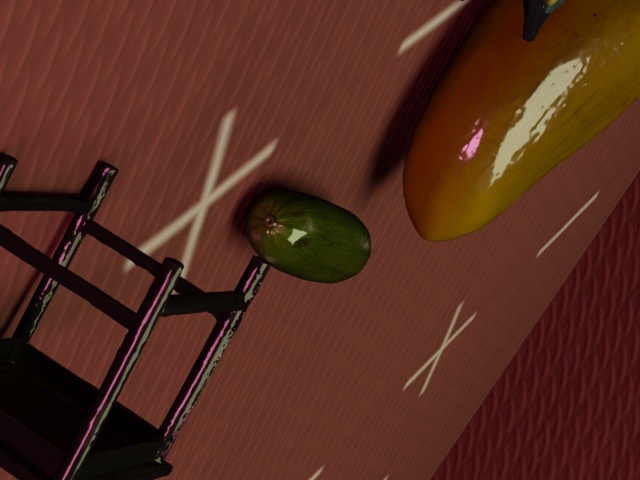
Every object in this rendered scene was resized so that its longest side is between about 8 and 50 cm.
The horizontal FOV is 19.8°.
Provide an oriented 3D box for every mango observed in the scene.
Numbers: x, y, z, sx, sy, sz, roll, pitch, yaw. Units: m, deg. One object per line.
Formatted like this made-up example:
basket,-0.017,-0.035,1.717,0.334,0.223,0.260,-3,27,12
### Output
mango,0.194,-0.147,1.599,0.331,0.142,0.195,-45,156,-26

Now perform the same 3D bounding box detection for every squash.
squash,0.000,0.000,1.456,0.066,0.066,0.252,-57,164,5

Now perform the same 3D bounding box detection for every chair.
chair,-0.165,0.094,1.050,0.260,0.141,0.154,-62,163,10

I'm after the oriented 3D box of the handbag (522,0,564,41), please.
handbag,0.221,-0.332,1.360,0.303,0.122,0.329,-52,165,-16
